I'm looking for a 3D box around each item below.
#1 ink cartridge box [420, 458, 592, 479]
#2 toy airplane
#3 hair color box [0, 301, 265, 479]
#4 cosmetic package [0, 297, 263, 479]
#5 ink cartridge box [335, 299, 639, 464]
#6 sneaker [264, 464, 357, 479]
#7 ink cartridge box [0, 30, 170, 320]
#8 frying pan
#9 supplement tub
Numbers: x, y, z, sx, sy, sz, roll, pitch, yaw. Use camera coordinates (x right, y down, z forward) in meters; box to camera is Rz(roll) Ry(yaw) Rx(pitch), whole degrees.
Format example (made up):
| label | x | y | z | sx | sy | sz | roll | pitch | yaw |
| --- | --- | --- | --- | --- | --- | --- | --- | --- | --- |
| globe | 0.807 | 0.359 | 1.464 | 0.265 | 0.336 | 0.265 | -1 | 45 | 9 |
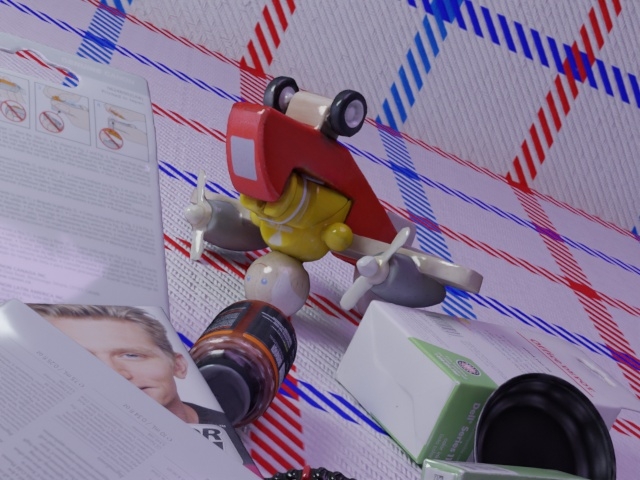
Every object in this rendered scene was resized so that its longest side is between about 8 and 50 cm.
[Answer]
| label | x | y | z | sx | sy | sz | roll | pitch | yaw |
| --- | --- | --- | --- | --- | --- | --- | --- | --- | --- |
| ink cartridge box | 0.145 | 0.308 | 1.278 | 0.171 | 0.235 | 0.056 | 11 | -2 | -40 |
| toy airplane | 0.000 | 0.000 | 2.022 | 0.384 | 0.272 | 0.386 | 35 | -21 | -3 |
| hair color box | -0.178 | 0.178 | 1.313 | 0.174 | 0.105 | 0.347 | 3 | 24 | -26 |
| cosmetic package | -0.183 | 0.228 | 1.018 | 0.377 | 0.097 | 0.284 | 33 | 43 | 24 |
| ink cartridge box | 0.222 | 0.194 | 1.896 | 0.353 | 0.119 | 0.207 | 12 | 19 | -36 |
| sneaker | 0.041 | 0.288 | 1.382 | 0.262 | 0.125 | 0.104 | 5 | 38 | 11 |
| ink cartridge box | -0.322 | -0.051 | 1.611 | 0.308 | 0.091 | 0.385 | 15 | 47 | -29 |
| frying pan | 0.305 | 0.270 | 1.748 | 0.326 | 0.197 | 0.053 | 22 | -25 | -23 |
| supplement tub | -0.090 | 0.136 | 1.633 | 0.106 | 0.106 | 0.198 | 26 | 16 | 3 |
